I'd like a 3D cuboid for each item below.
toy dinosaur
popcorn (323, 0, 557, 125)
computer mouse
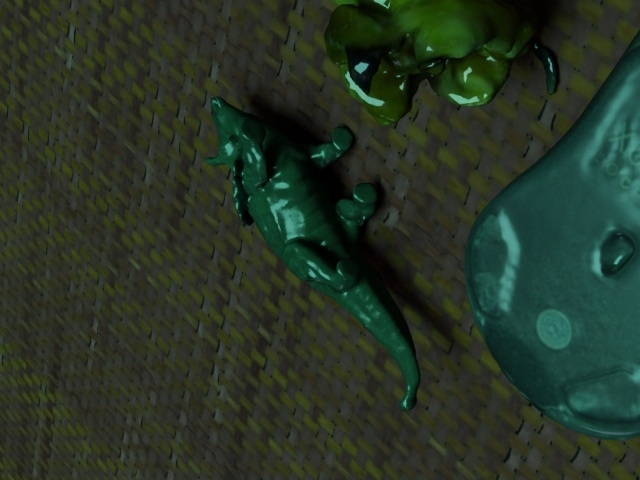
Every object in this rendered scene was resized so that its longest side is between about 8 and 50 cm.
[{"bbox_3d":[0.003,-0.013,0.960,0.292,0.079,0.120,45,142,29],"label":"toy dinosaur"},{"bbox_3d":[0.068,-0.182,0.755,0.168,0.173,0.195,-31,73,30],"label":"popcorn"},{"bbox_3d":[0.215,-0.032,0.697,0.167,0.090,0.379,51,133,18],"label":"computer mouse"}]
